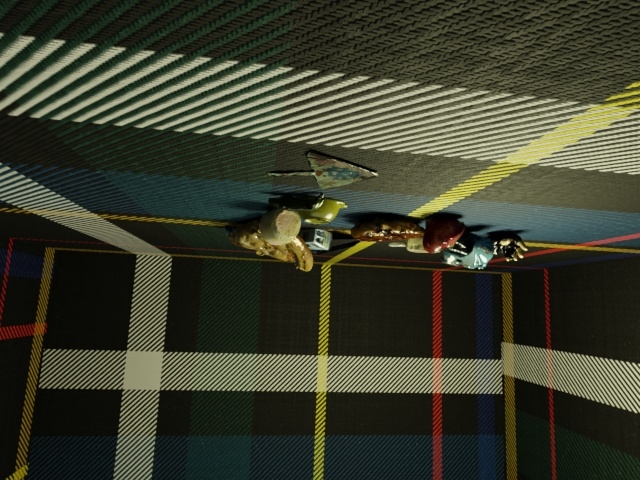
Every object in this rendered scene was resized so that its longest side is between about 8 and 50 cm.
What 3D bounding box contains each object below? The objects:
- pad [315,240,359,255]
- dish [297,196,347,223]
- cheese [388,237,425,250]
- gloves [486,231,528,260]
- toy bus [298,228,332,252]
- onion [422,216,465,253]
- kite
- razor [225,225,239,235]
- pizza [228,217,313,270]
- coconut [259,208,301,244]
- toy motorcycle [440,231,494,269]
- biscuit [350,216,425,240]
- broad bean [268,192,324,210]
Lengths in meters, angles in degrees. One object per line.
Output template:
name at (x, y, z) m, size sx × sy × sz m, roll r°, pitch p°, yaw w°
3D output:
pad at (0.101, 0.033, 2.197) m, size 0.202 × 0.005 × 0.299 m, roll -14°, pitch -177°, yaw 16°
dish at (-0.006, -0.100, 1.512) m, size 0.207 × 0.080 × 0.149 m, roll 5°, pitch 172°, yaw -9°
cheese at (0.481, 0.021, 2.171) m, size 0.286 × 0.082 × 0.163 m, roll -2°, pitch 169°, yaw 34°
gloves at (0.856, 0.027, 1.938) m, size 0.164 × 0.124 × 0.203 m, roll 32°, pitch 163°, yaw -36°
toy bus at (-0.107, 0.000, 2.138) m, size 0.329 × 0.109 × 0.136 m, roll -4°, pitch 158°, yaw 34°
onion at (0.479, -0.034, 1.687) m, size 0.183 × 0.147 × 0.184 m, roll -33°, pitch 177°, yaw -2°
kite at (0.006, -0.186, 1.170) m, size 0.314 × 0.012 × 0.335 m, roll 2°, pitch 170°, yaw 7°
razor at (-0.309, -0.016, 2.097) m, size 0.323 × 0.056 × 0.093 m, roll 17°, pitch 155°, yaw 0°
pizza at (-0.205, 0.006, 1.922) m, size 0.434 × 0.080 × 0.392 m, roll 18°, pitch 156°, yaw -9°
coconut at (-0.161, -0.056, 1.652) m, size 0.147 × 0.147 × 0.152 m, roll 8°, pitch 167°, yaw -34°
toy motorcycle at (0.690, 0.061, 1.950) m, size 0.232 × 0.172 × 0.416 m, roll 18°, pitch 171°, yaw 32°
biscuit at (0.283, -0.045, 1.798) m, size 0.333 × 0.081 × 0.289 m, roll 5°, pitch 171°, yaw -43°
broad bean at (-0.077, -0.126, 1.430) m, size 0.195 × 0.061 × 0.046 m, roll -4°, pitch -150°, yaw 13°
